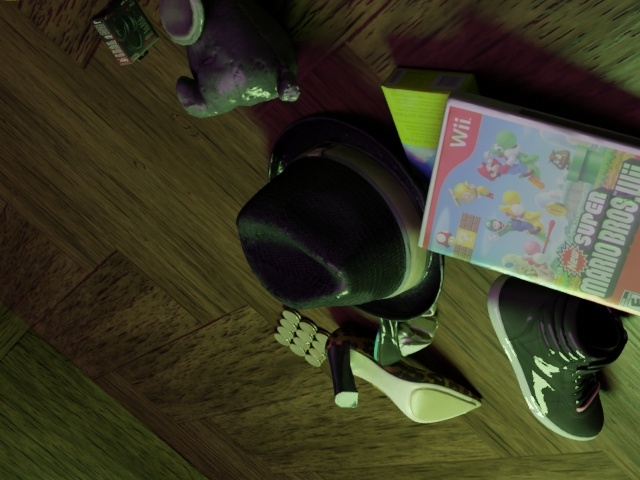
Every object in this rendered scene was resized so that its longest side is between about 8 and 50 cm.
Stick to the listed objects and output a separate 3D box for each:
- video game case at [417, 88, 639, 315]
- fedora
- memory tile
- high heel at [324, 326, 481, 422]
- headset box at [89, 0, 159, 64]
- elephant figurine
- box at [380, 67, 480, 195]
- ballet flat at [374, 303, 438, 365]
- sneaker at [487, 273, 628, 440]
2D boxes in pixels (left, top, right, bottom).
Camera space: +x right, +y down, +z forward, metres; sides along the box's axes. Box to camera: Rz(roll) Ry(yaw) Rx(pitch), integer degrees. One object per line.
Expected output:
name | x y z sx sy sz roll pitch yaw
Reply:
video game case | 0.258 -0.035 0.950 0.285 0.025 0.204 18 130 14
fedora | 0.000 0.000 1.162 0.334 0.152 0.334 35 141 34
memory tile | -0.032 0.186 1.679 0.113 0.012 0.148 33 150 6
high heel | 0.139 0.216 1.510 0.261 0.186 0.093 8 122 -11
headset box | -0.267 -0.287 1.211 0.032 0.062 0.083 5 136 44
elephant figurine | -0.126 -0.274 1.008 0.186 0.169 0.239 -12 113 18
box | 0.147 -0.117 1.031 0.109 0.042 0.178 14 144 37
ballet flat | 0.126 0.115 1.335 0.096 0.095 0.280 15 145 19
sneaker | 0.343 0.169 1.161 0.147 0.104 0.296 2 131 53
